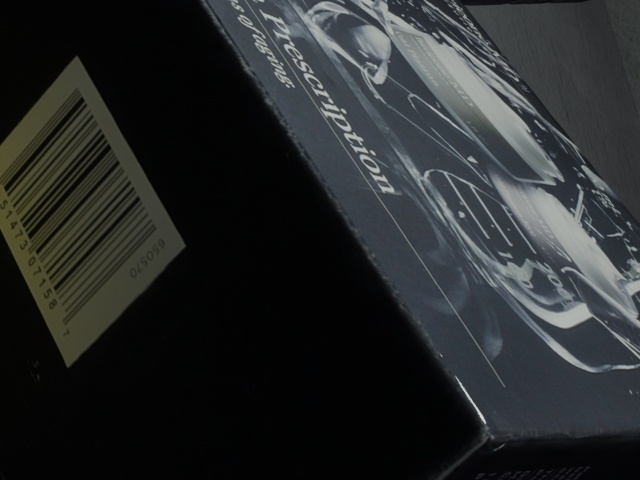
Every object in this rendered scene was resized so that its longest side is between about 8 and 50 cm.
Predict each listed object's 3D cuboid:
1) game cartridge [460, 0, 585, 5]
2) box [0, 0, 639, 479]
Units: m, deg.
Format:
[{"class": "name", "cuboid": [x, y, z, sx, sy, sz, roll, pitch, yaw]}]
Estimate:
[{"class": "game cartridge", "cuboid": [0.082, -0.332, 0.841, 0.230, 0.068, 0.355, -8, 87, -26]}, {"class": "box", "cuboid": [0.000, 0.000, 0.580, 0.312, 0.179, 0.343, 11, 40, -54]}]
